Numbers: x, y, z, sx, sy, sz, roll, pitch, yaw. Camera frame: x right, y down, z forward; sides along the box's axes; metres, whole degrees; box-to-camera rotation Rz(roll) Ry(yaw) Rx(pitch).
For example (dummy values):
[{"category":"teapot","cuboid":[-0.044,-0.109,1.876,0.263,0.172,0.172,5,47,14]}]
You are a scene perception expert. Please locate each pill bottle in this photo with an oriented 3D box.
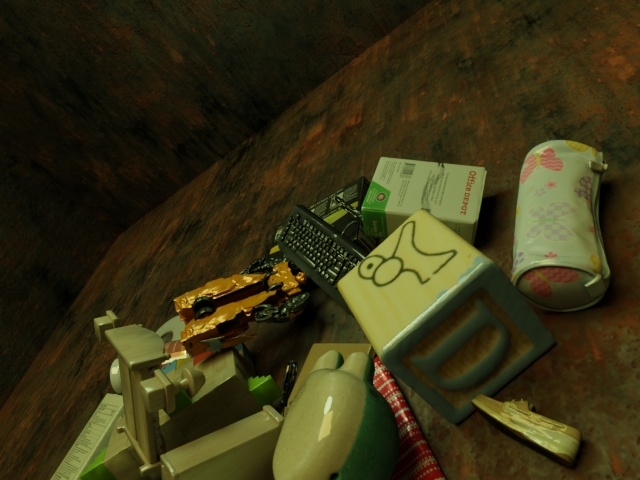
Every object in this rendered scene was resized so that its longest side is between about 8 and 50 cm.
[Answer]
[{"category":"pill bottle","cuboid":[-0.401,0.319,1.191,0.216,0.121,0.121,-12,34,6]}]

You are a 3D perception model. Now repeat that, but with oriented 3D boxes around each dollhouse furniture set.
[{"category":"dollhouse furniture set","cuboid":[-0.229,0.301,0.799,0.173,0.303,0.355,-11,21,-37]}]

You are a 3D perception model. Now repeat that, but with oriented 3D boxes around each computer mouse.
[{"category":"computer mouse","cuboid":[-0.080,0.326,0.822,0.071,0.041,0.242,119,164,-65]}]

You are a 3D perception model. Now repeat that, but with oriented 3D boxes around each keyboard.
[{"category":"keyboard","cuboid":[0.032,0.003,1.030,0.317,0.033,0.202,38,101,40]}]

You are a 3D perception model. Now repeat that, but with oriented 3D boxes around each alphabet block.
[{"category":"alphabet block","cuboid":[0.171,0.103,0.696,0.192,0.193,0.197,-41,27,5]}]

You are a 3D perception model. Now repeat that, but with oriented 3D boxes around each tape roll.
[{"category":"tape roll","cuboid":[-0.435,0.325,1.366,0.219,0.072,0.219,-34,28,22]}]

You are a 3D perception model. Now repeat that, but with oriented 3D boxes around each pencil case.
[{"category":"pencil case","cuboid":[0.357,-0.029,0.709,0.124,0.113,0.273,1,48,29]}]

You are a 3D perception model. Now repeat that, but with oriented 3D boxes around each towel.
[{"category":"towel","cuboid":[0.058,0.318,0.702,0.199,0.031,0.275,-37,31,6]}]

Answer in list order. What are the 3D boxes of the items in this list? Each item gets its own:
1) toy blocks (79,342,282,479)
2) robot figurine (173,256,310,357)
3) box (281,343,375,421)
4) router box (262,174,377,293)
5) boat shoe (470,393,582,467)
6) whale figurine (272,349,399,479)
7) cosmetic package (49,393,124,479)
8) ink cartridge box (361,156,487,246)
[{"category":"toy blocks","cuboid":[-0.282,0.336,1.010,0.381,0.191,0.261,-33,18,-5]},{"category":"robot figurine","cuboid":[-0.163,0.136,1.037,0.291,0.085,0.211,-19,38,-11]},{"category":"box","cuboid":[0.006,0.279,0.868,0.164,0.021,0.201,-13,41,46]},{"category":"router box","cuboid":[0.000,0.000,1.198,0.308,0.081,0.243,-27,33,31]},{"category":"boat shoe","cuboid":[0.250,0.221,0.584,0.045,0.050,0.135,-49,37,-16]},{"category":"whale figurine","cuboid":[0.027,0.260,0.681,0.216,0.141,0.272,-58,6,5]},{"category":"cosmetic package","cuboid":[-0.522,0.533,1.136,0.153,0.129,0.296,-14,41,48]},{"category":"ink cartridge box","cuboid":[0.201,-0.073,0.916,0.208,0.087,0.153,10,52,20]}]
